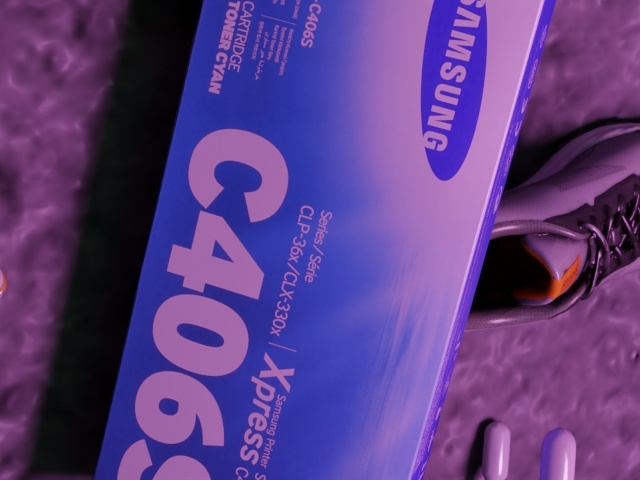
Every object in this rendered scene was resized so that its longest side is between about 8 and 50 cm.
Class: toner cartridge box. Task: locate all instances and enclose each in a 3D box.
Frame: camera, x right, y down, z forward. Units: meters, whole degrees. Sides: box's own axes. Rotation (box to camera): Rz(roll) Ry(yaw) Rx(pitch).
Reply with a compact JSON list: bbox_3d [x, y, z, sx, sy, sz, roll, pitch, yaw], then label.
[{"bbox_3d":[0.000,0.000,0.746,0.165,0.075,0.348,16,102,10],"label":"toner cartridge box"}]

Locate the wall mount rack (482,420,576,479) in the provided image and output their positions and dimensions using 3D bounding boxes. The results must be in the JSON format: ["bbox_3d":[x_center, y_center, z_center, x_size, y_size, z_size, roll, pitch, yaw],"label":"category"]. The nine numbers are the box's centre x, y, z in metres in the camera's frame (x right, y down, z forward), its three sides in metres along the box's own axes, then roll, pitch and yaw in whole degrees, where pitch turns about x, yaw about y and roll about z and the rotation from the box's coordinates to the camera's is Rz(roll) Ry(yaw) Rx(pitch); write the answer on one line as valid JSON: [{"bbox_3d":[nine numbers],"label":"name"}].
[{"bbox_3d":[0.058,0.255,0.826,0.130,0.350,0.304,44,84,2],"label":"wall mount rack"}]

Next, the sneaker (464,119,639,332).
[{"bbox_3d":[0.147,0.001,0.864,0.271,0.108,0.100,-17,113,-25],"label":"sneaker"}]

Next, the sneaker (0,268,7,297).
[{"bbox_3d":[-0.198,0.038,0.730,0.037,0.032,0.083,46,76,-21],"label":"sneaker"}]
